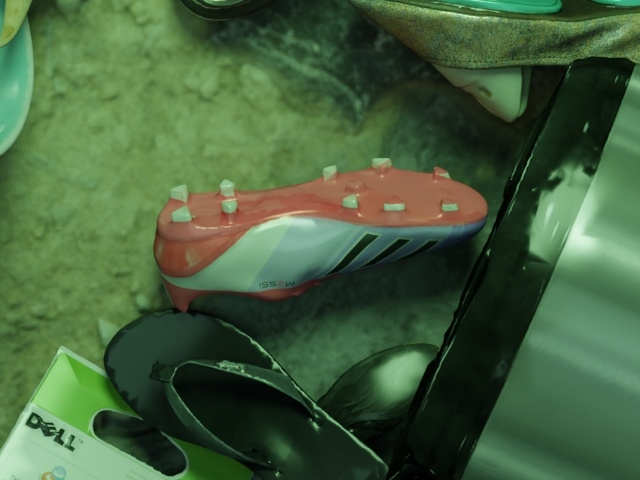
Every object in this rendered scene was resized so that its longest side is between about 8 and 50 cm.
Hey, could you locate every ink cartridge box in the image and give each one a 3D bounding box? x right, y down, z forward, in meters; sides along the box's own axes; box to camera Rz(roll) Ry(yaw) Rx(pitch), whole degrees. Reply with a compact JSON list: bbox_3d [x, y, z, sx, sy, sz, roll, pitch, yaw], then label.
[{"bbox_3d":[-0.187,0.241,1.222,0.189,0.097,0.255,31,62,-5],"label":"ink cartridge box"}]

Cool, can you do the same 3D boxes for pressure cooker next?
[{"bbox_3d":[0.284,0.113,1.051,0.420,0.370,0.375,24,130,7],"label":"pressure cooker"}]

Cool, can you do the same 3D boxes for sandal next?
[{"bbox_3d":[-0.049,0.129,1.190,0.254,0.054,0.097,31,86,13],"label":"sandal"}]

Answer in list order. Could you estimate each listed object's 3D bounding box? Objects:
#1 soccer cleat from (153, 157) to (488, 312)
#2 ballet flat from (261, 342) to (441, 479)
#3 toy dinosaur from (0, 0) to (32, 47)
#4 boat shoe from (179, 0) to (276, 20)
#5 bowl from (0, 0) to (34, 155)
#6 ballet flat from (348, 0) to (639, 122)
[{"bbox_3d":[0.000,0.000,1.199,0.248,0.083,0.095,-4,122,-3],"label":"soccer cleat"},{"bbox_3d":[0.025,0.136,1.236,0.173,0.049,0.057,-36,70,-1],"label":"ballet flat"},{"bbox_3d":[-0.203,-0.202,1.152,0.093,0.053,0.183,5,68,-21],"label":"toy dinosaur"},{"bbox_3d":[0.018,-0.286,1.140,0.335,0.095,0.112,-42,97,4],"label":"boat shoe"},{"bbox_3d":[-0.351,-0.165,1.072,0.163,0.311,0.311,-22,99,22],"label":"bowl"},{"bbox_3d":[0.173,-0.138,1.166,0.316,0.107,0.106,2,112,-1],"label":"ballet flat"}]
